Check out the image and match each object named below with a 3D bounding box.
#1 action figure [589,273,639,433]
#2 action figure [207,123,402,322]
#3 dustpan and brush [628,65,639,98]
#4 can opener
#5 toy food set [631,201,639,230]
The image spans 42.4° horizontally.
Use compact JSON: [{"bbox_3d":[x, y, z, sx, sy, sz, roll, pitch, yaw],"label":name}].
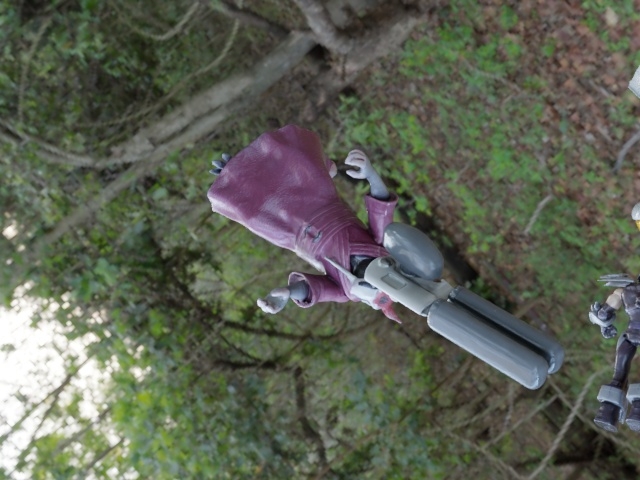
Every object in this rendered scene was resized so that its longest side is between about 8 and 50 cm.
[{"bbox_3d":[0.507,0.161,1.308,0.185,0.285,0.099,2,158,48],"label":"action figure"},{"bbox_3d":[0.000,0.000,1.232,0.370,0.248,0.276,46,178,25],"label":"action figure"},{"bbox_3d":[0.567,-0.291,1.238,0.060,0.211,0.147,13,-149,-17],"label":"dustpan and brush"},{"bbox_3d":[0.168,0.078,1.017,0.280,0.074,0.093,35,139,31],"label":"can opener"},{"bbox_3d":[0.318,-0.083,0.563,0.105,0.232,0.111,62,-167,-3],"label":"toy food set"}]
